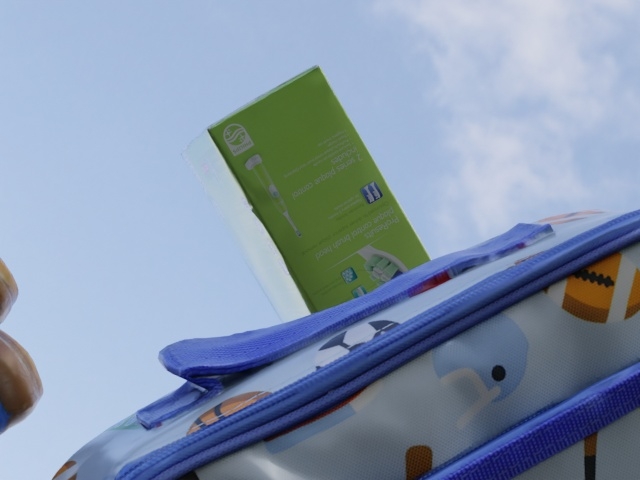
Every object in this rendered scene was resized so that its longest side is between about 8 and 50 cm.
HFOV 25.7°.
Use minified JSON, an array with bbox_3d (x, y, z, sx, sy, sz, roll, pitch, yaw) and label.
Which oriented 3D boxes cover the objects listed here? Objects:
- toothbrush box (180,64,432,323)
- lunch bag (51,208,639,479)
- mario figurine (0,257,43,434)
[{"bbox_3d":[0.000,0.000,1.306,0.283,0.122,0.206,61,-12,-3],"label":"toothbrush box"},{"bbox_3d":[0.054,0.124,0.516,0.243,0.303,0.115,68,-18,-10],"label":"lunch bag"},{"bbox_3d":[-0.271,0.088,0.512,0.170,0.320,0.198,1,-57,52],"label":"mario figurine"}]
